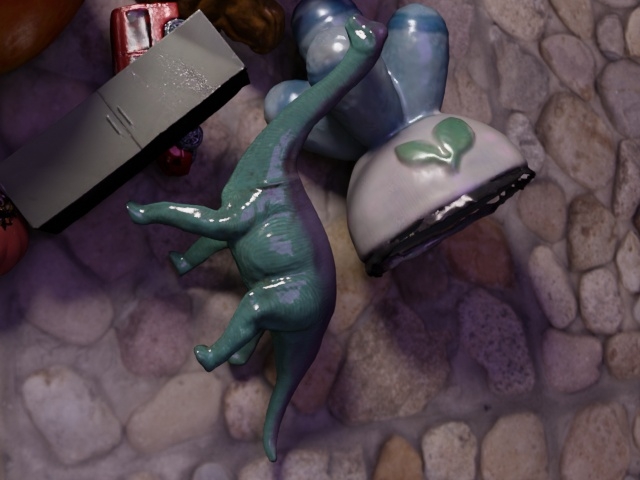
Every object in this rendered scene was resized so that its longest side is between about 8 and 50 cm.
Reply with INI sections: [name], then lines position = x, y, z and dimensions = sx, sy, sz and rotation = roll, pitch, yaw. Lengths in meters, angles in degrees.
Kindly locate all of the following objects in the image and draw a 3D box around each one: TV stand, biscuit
[TV stand]
position = -0.203, -0.120, 1.034
dimensions = 0.269, 0.088, 0.082
rotation = -39, 86, -1
[biscuit]
position = -0.146, -0.327, 1.114
dimensions = 0.290, 0.208, 0.041
rotation = 49, 43, -16

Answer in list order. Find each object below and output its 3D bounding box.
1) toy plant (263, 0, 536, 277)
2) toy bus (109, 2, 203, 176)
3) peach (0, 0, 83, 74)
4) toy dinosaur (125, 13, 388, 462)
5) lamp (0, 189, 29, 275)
[toy plant]
position = 0.072, -0.151, 1.171
dimensions = 0.247, 0.247, 0.332
rotation = -26, 82, -27
[toy bus]
position = -0.188, -0.168, 1.124
dimensions = 0.089, 0.081, 0.195
rotation = -5, 79, -15
[peach]
position = -0.380, -0.330, 0.919
dimensions = 0.388, 0.388, 0.388
rotation = 6, 75, -23
[toy dinosaur]
position = 0.000, 0.000, 1.051
dimensions = 0.331, 0.129, 0.383
rotation = -28, 95, 7
[lamp]
position = -0.349, -0.011, 1.003
dimensions = 0.107, 0.092, 0.107
rotation = 33, 31, -23
